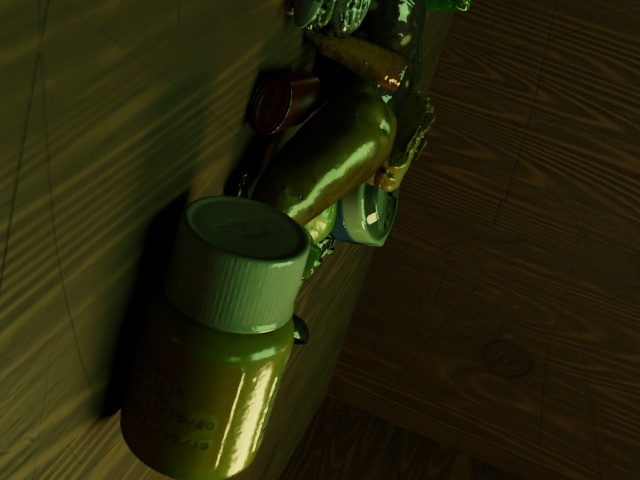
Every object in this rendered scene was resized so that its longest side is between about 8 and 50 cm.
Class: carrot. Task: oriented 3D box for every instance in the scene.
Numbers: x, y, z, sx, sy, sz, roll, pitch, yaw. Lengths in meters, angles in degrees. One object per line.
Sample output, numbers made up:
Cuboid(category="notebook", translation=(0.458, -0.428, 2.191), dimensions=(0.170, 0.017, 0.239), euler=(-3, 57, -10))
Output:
Cuboid(category="carrot", translation=(0.059, -0.330, 1.797), dimensions=(0.072, 0.205, 0.072), euler=(-40, -139, 49))

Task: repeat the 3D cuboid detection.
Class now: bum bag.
Cuboid(category="bum bag", translation=(-0.139, -0.063, 1.694), dimensions=(0.124, 0.034, 0.058), euler=(101, 10, -58))

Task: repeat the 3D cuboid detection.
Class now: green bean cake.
Cuboid(category="green bean cake", translation=(0.113, -0.235, 2.191), dimensions=(0.229, 0.224, 0.131), euler=(-61, 172, -31))

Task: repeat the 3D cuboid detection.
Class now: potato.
Cuboid(category="potato", translation=(0.007, -0.134, 1.768), dimensions=(0.369, 0.195, 0.176), euler=(-47, 130, -33))

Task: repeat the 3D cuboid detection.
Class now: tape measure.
Cuboid(category="tape measure", translation=(0.106, -0.123, 2.484), dimensions=(0.262, 0.138, 0.259), euler=(18, 77, -72))

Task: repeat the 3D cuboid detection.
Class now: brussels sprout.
Cuboid(category="brussels sprout", translation=(-0.034, -0.069, 1.956), dimensions=(0.161, 0.144, 0.180), euler=(-64, 169, -8))

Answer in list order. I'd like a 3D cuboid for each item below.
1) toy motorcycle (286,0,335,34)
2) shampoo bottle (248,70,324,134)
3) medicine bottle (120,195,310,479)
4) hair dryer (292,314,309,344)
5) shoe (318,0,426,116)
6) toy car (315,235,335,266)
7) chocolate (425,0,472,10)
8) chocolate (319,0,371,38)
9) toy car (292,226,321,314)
Cuboid(category="toy motorcycle", translation=(0.007, -0.433, 1.564), dimensions=(0.152, 0.073, 0.225), euler=(-16, 126, -77))
Cuboid(category="shampoo bottle", translation=(-0.049, -0.238, 1.710), dimensions=(0.102, 0.064, 0.260), euler=(-67, 172, 16))
Cuboid(category="medicine bottle", translation=(-0.154, 0.144, 1.483), dimensions=(0.224, 0.224, 0.384), euler=(-52, 162, -61))
Cuboid(category="hair dryer", translation=(-0.054, 0.092, 2.229), dimensions=(0.284, 0.156, 0.320), euler=(68, 35, -63))
Cuboid(category="shoe", translation=(0.088, -0.352, 1.948), dimensions=(0.237, 0.171, 0.384), euler=(-57, 164, -17))
Cuboid(category="toy car", translation=(0.000, 0.000, 2.557), dimensions=(0.171, 0.070, 0.080), euler=(-44, 154, -65))
Cuboid(category="chocolate", translation=(0.373, -0.794, 2.600), dimensions=(0.360, 0.161, 0.341), euler=(-57, 163, -49))
Cuboid(category="chocolate", translation=(0.060, -0.460, 1.713), dimensions=(0.248, 0.110, 0.110), euler=(-64, 172, 10))
Cuboid(category="toy car", translation=(-0.114, 0.059, 1.885), dimensions=(0.235, 0.145, 0.235), euler=(-58, -167, 22))
